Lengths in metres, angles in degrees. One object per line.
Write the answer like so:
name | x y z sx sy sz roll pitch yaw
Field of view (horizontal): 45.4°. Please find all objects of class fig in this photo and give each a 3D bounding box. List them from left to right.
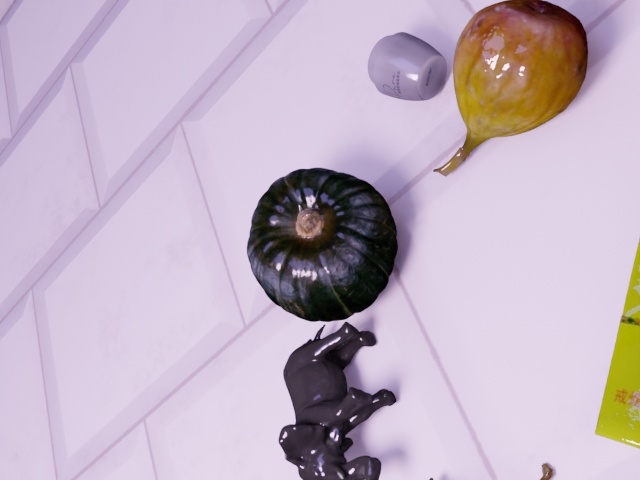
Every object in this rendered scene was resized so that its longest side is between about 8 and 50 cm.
fig | 0.214 -0.177 0.953 0.257 0.159 0.159 -58 43 36

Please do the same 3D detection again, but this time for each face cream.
face cream | 0.122 -0.242 1.078 0.095 0.091 0.091 31 97 37

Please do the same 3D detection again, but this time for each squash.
squash | 0.001 0.003 1.046 0.218 0.172 0.218 -15 67 38

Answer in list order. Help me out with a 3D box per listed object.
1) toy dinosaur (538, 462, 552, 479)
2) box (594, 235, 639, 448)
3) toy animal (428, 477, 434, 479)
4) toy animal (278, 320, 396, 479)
toy dinosaur | 0.197 0.322 0.844 0.058 0.037 0.180 21 89 50
box | 0.397 0.053 0.744 0.187 0.047 0.335 10 83 45
toy animal | 0.082 0.373 0.848 0.084 0.233 0.148 18 130 22
toy animal | 0.023 0.223 1.007 0.146 0.114 0.245 -36 32 21
